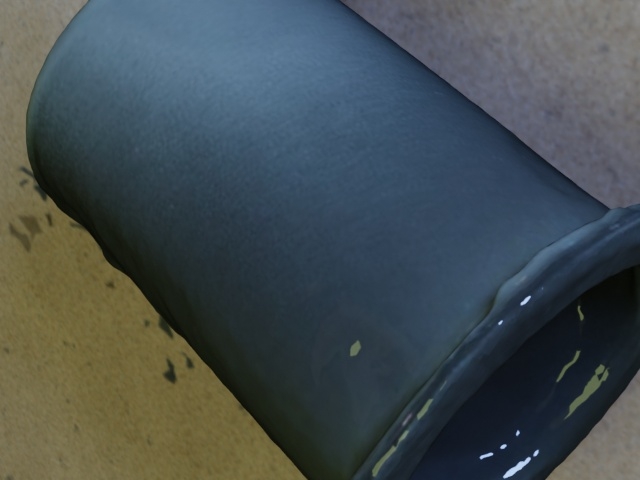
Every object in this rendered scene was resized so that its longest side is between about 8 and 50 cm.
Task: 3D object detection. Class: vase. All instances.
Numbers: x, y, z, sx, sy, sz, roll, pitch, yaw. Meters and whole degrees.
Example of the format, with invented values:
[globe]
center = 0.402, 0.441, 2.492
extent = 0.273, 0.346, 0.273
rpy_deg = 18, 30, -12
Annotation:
[vase]
center = 0.000, 0.000, 0.764
extent = 0.291, 0.245, 0.245
rpy_deg = 41, 133, 26
